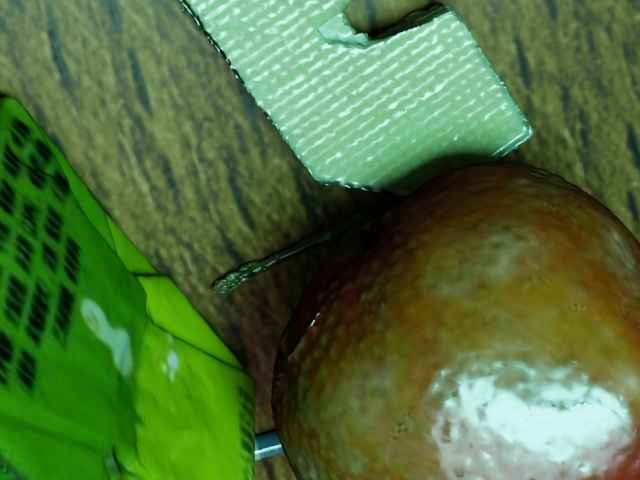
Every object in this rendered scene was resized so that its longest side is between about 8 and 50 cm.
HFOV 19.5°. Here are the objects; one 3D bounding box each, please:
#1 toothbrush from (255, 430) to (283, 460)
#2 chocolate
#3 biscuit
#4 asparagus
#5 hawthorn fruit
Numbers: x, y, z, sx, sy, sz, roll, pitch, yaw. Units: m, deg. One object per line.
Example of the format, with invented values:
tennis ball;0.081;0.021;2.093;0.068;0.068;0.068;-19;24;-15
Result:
toothbrush;0.058;0.122;1.365;0.275;0.019;0.025;-17;127;-4
chocolate;-0.170;0.110;1.154;0.137;0.301;0.289;-29;121;19
biscuit;0.022;-0.126;1.211;0.147;0.046;0.250;-36;118;5
asparagus;0.000;0.000;1.291;0.166;0.013;0.016;-23;109;-1
hawthorn fruit;0.124;0.100;1.215;0.311;0.295;0.295;29;108;-8
